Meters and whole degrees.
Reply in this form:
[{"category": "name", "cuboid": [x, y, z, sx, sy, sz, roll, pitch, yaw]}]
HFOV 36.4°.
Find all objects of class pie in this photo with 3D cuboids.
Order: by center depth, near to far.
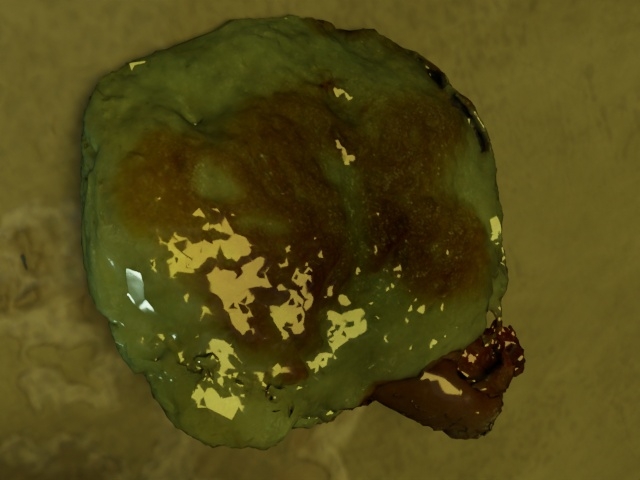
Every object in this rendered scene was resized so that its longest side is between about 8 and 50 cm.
[{"category": "pie", "cuboid": [-0.003, -0.009, 0.572, 0.274, 0.105, 0.257, 3, 81, -28]}]
